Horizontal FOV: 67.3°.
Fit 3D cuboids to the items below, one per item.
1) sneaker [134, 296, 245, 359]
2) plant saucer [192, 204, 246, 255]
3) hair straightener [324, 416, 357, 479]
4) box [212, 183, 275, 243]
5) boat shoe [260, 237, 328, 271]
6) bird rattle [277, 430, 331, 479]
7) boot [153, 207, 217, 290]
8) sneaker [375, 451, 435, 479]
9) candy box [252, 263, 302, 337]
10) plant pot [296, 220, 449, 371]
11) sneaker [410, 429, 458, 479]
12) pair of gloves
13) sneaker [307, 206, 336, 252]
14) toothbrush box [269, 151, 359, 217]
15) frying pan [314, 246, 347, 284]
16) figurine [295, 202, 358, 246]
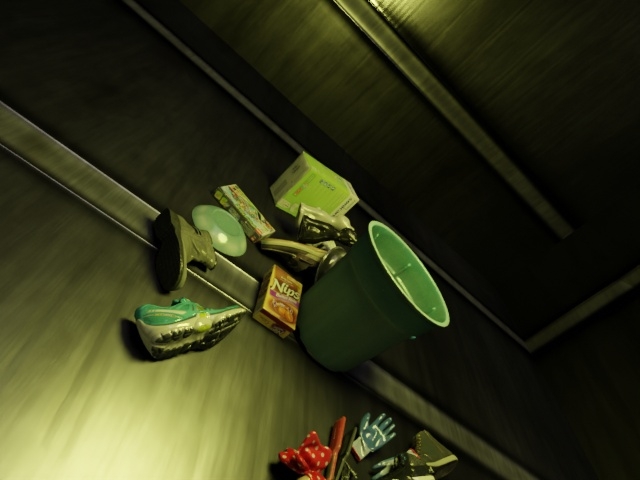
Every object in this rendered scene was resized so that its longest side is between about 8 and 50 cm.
[{"bbox_3d":[-0.263,0.162,1.014,0.110,0.107,0.275,47,19,24],"label":"sneaker"},{"bbox_3d":[-0.282,-0.041,1.400,0.195,0.037,0.195,38,24,-21],"label":"plant saucer"},{"bbox_3d":[0.056,0.508,1.080,0.089,0.047,0.230,43,22,-10],"label":"hair straightener"},{"bbox_3d":[-0.245,-0.088,1.547,0.207,0.036,0.114,49,22,4],"label":"box"},{"bbox_3d":[-0.066,0.057,1.552,0.285,0.093,0.102,15,-3,-33],"label":"boat shoe"},{"bbox_3d":[-0.021,0.508,0.903,0.207,0.143,0.253,58,8,-4],"label":"bird rattle"},{"bbox_3d":[-0.311,0.035,1.168,0.161,0.083,0.247,34,26,-44],"label":"boot"},{"bbox_3d":[0.165,0.554,1.112,0.216,0.079,0.121,10,32,-17],"label":"sneaker"},{"bbox_3d":[-0.114,0.163,1.320,0.109,0.053,0.187,38,28,-20],"label":"candy box"},{"bbox_3d":[0.124,0.182,1.355,0.341,0.334,0.341,42,22,-21],"label":"plant pot"},{"bbox_3d":[0.263,0.593,1.309,0.221,0.083,0.118,11,19,-42],"label":"sneaker"},{"bbox_3d":[0.159,0.528,1.198,0.159,0.023,0.198,-20,60,-41],"label":"pair of gloves"},{"bbox_3d":[0.000,0.000,1.780,0.118,0.110,0.292,38,31,-41],"label":"sneaker"},{"bbox_3d":[-0.023,-0.183,1.890,0.283,0.206,0.122,27,29,-39],"label":"toothbrush box"},{"bbox_3d":[0.081,0.122,1.611,0.053,0.198,0.326,15,5,33],"label":"frying pan"},{"bbox_3d":[0.026,-0.045,1.641,0.209,0.093,0.215,12,21,-12],"label":"figurine"}]
